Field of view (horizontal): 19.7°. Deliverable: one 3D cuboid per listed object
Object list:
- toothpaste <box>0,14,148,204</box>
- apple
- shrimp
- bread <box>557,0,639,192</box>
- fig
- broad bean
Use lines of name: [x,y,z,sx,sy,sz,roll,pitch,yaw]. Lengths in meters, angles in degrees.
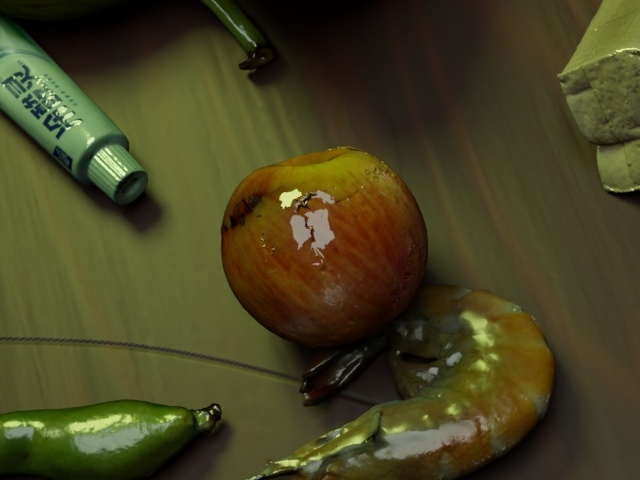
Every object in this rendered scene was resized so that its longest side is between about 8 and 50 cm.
toothpaste: [-0.232,-0.128,1.402,0.075,0.048,0.297,-44,62,-6]
apple: [0.000,0.000,1.234,0.146,0.146,0.146,-4,66,10]
shrimp: [0.039,0.115,1.230,0.248,0.068,0.150,-30,51,-8]
bread: [0.235,-0.119,1.297,0.077,0.105,0.152,-12,28,37]
fig: [-0.150,-0.217,1.372,0.259,0.151,0.151,22,73,15]
broad bean: [-0.172,0.143,1.265,0.213,0.048,0.070,-15,61,4]
